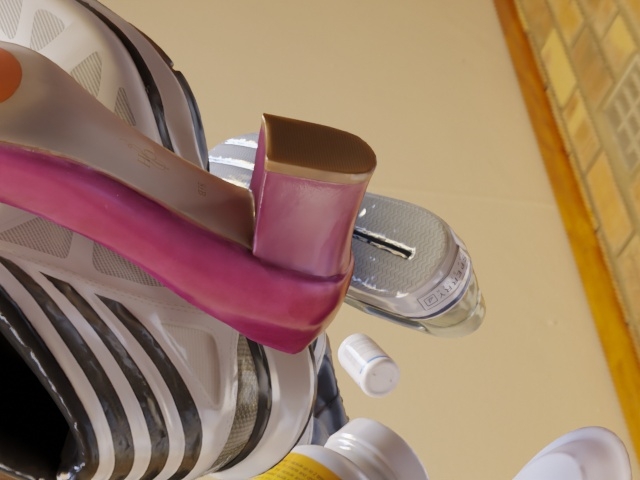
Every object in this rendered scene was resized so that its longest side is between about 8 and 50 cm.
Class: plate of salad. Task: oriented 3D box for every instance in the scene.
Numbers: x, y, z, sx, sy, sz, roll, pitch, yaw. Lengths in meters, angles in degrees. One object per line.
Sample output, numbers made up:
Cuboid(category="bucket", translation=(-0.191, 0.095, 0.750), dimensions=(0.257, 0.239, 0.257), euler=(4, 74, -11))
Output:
Cuboid(category="plate of salad", translation=(0.146, 0.215, 0.593), dimensions=(0.048, 0.200, 0.200), euler=(34, -138, -4))

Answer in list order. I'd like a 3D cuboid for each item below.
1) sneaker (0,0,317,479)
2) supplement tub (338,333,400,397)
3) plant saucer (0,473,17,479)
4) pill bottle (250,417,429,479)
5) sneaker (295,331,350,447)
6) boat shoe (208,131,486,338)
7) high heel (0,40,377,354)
Cuboid(category="sneaker", translation=(-0.193, -0.044, 0.558), dimensions=(0.447, 0.169, 0.257), euler=(54, -161, 23))
Cuboid(category="supplement tub", translation=(0.079, 0.205, 1.478), dimensions=(0.071, 0.071, 0.107), euler=(0, -160, -22))
Cuboid(category="plant saucer", translation=(-0.401, 0.308, 1.148), dimensions=(0.199, 0.198, 0.036), euler=(15, -146, -8))
Cuboid(category="pill bottle", translation=(-0.018, 0.221, 0.639), dimensions=(0.117, 0.117, 0.208), euler=(41, -128, 20))
Cuboid(category="sneaker", translation=(0.013, 0.208, 1.012), dimensions=(0.163, 0.086, 0.226), euler=(41, -150, -21))
Cuboid(category="boat shoe", translation=(0.000, 0.000, 0.713), dimensions=(0.109, 0.094, 0.302), euler=(-48, -136, -12))
Cuboid(category="high heel", translation=(-0.103, -0.012, 0.385), dimensions=(0.244, 0.117, 0.082), euler=(8, -143, -14))
